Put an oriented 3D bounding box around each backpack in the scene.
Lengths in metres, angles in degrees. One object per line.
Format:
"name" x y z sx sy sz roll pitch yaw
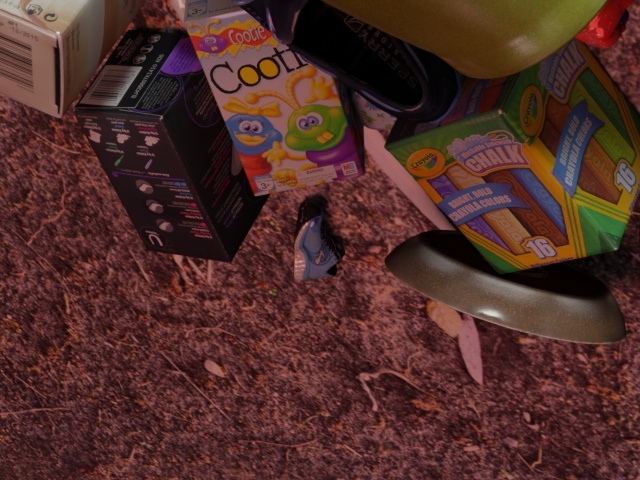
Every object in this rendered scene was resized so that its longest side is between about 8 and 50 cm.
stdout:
"backpack" 0.085 -0.189 1.747 0.105 0.084 0.114 0 133 32

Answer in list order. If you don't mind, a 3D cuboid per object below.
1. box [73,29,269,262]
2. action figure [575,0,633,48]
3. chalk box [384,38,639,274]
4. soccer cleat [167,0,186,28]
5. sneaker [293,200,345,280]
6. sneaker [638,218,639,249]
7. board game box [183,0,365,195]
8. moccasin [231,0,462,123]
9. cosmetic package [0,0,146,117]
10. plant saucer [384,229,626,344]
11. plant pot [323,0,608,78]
"box" -0.185 -0.124 1.956 0.143 0.165 0.270 8 140 28
"action figure" 0.326 -0.286 1.454 0.091 0.139 0.280 43 122 -15
"chalk box" 0.209 -0.130 1.648 0.179 0.180 0.289 -14 129 46
"soccer cleat" -0.116 -0.260 1.824 0.076 0.068 0.196 -3 142 32
"sneaker" 0.000 0.000 2.096 0.073 0.063 0.162 6 148 3
"sneaker" 0.447 -0.089 1.617 0.131 0.112 0.319 9 148 0
"board game box" -0.049 -0.206 1.732 0.144 0.142 0.275 -11 135 10
"moccasin" 0.004 -0.250 1.509 0.342 0.117 0.138 35 105 8
"cosmetic package" -0.274 -0.302 1.671 0.129 0.296 0.153 23 147 7
"plant saucer" 0.233 0.048 1.830 0.310 0.310 0.050 18 104 16
"plant pot" 0.096 -0.336 1.349 0.353 0.366 0.366 37 147 -32
